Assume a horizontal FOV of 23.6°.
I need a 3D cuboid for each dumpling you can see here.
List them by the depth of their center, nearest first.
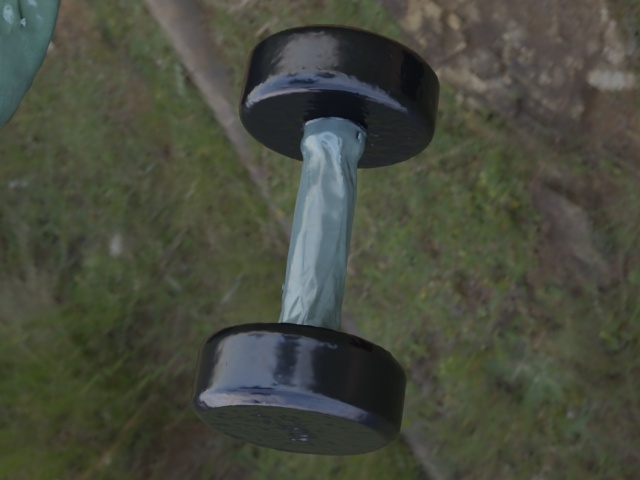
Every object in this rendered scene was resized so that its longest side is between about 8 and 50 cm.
[{"bbox_3d":[-0.241,-0.097,0.947,0.105,0.149,0.217,40,102,-10],"label":"dumpling"}]

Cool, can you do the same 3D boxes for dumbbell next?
[{"bbox_3d":[0.000,0.000,0.739,0.100,0.191,0.100,7,160,3],"label":"dumbbell"}]
